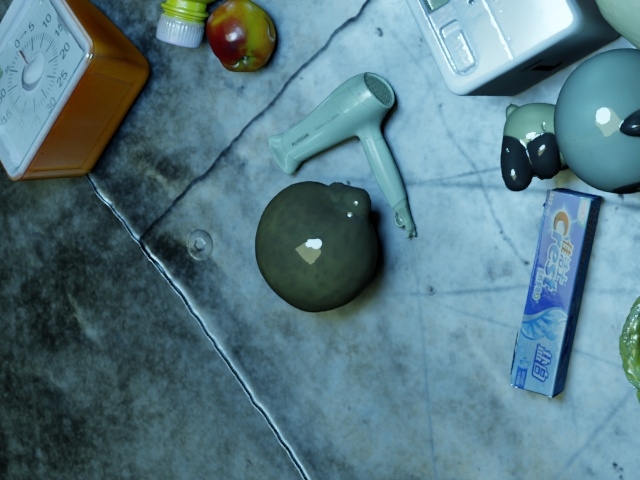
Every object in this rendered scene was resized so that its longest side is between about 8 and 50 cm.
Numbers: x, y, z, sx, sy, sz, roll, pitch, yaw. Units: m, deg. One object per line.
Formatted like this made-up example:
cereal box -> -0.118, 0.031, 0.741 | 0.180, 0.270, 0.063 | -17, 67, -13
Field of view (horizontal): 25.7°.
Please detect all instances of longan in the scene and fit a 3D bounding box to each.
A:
longan -> 0.000, 0.000, 1.954 | 0.204, 0.159, 0.185 | -46, 71, 32

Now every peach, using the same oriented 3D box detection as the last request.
peach -> -0.114, -0.299, 2.026 | 0.100, 0.100, 0.101 | 3, 96, 28

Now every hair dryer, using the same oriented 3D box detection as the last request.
hair dryer -> 0.055, -0.095, 1.984 | 0.206, 0.075, 0.237 | -34, 87, 34

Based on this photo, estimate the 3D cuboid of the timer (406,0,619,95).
timer -> 0.240, -0.305, 1.778 | 0.194, 0.195, 0.192 | -29, 82, 28

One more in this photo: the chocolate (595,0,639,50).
chocolate -> 0.453, -0.327, 1.587 | 0.297, 0.326, 0.314 | 33, 104, 17

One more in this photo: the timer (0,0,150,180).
timer -> -0.421, -0.255, 2.161 | 0.250, 0.161, 0.257 | 46, 114, 25

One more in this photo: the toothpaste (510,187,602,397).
toothpaste -> 0.311, 0.068, 1.857 | 0.066, 0.053, 0.272 | 15, 101, 26

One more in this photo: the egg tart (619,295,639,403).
egg tart -> 0.475, 0.137, 1.764 | 0.197, 0.078, 0.197 | 2, 94, 27

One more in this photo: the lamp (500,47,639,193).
lamp -> 0.348, -0.139, 1.739 | 0.243, 0.197, 0.198 | -17, 87, 37

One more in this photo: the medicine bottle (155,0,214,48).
medicine bottle -> -0.184, -0.390, 2.036 | 0.121, 0.122, 0.213 | 20, 105, 25
